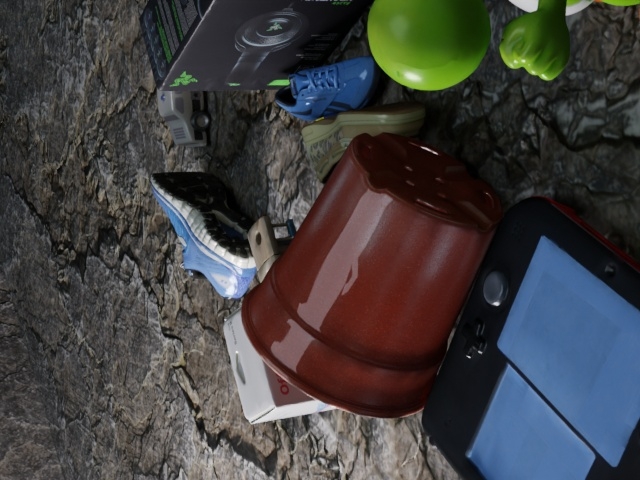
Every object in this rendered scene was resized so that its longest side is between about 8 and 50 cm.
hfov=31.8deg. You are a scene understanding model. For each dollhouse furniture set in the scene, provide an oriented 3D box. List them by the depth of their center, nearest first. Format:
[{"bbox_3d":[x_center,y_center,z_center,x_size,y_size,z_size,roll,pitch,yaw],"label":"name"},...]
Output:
[{"bbox_3d":[0.000,0.000,1.609,0.183,0.129,0.128,-45,57,54],"label":"dollhouse furniture set"}]

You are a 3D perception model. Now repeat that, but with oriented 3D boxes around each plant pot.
[{"bbox_3d":[0.077,0.028,1.378,0.272,0.272,0.265,53,127,41],"label":"plant pot"}]

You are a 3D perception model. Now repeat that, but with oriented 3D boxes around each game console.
[{"bbox_3d":[0.254,0.168,1.181,0.341,0.060,0.386,-67,32,18],"label":"game console"}]

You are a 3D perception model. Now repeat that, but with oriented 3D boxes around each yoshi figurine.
[{"bbox_3d":[0.175,-0.227,1.047,0.203,0.362,0.202,-33,68,56],"label":"yoshi figurine"}]

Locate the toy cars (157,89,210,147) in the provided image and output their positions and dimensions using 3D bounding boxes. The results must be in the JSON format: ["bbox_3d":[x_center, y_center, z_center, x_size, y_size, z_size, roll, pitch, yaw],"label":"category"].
[{"bbox_3d":[-0.233,-0.338,1.984,0.176,0.087,0.393,57,140,38],"label":"toy cars"}]

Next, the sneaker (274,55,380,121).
[{"bbox_3d":[0.006,-0.217,1.600,0.209,0.082,0.069,-14,67,58],"label":"sneaker"}]

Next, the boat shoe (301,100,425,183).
[{"bbox_3d":[0.062,-0.132,1.523,0.285,0.105,0.089,177,84,-70],"label":"boat shoe"}]

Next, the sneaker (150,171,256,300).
[{"bbox_3d":[-0.216,-0.011,1.973,0.330,0.130,0.147,49,133,44],"label":"sneaker"}]

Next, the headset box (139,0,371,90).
[{"bbox_3d":[-0.098,-0.330,1.601,0.283,0.246,0.131,-43,58,53],"label":"headset box"}]

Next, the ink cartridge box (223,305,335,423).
[{"bbox_3d":[-0.012,0.158,1.576,0.093,0.213,0.154,-41,60,54],"label":"ink cartridge box"}]
